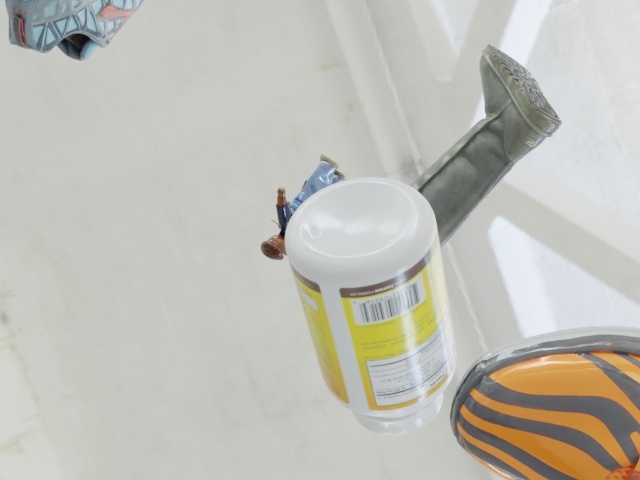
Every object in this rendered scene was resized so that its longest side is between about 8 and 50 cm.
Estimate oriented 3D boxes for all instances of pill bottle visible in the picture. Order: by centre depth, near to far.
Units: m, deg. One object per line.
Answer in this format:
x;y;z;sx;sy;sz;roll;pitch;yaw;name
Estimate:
0.048;0.062;0.816;0.117;0.117;0.215;24;-37;36;pill bottle

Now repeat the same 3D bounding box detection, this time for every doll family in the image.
0.000;0.000;0.992;0.076;0.111;0.193;26;-18;50;doll family

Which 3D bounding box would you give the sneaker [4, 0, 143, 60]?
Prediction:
-0.261;-0.264;1.092;0.104;0.262;0.125;21;-67;17;sneaker

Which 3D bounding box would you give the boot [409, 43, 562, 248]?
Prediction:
0.172;-0.110;1.177;0.208;0.076;0.189;-51;-152;29;boot

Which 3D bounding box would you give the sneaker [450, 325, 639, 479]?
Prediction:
0.235;0.157;0.571;0.321;0.180;0.124;14;-65;-3;sneaker
